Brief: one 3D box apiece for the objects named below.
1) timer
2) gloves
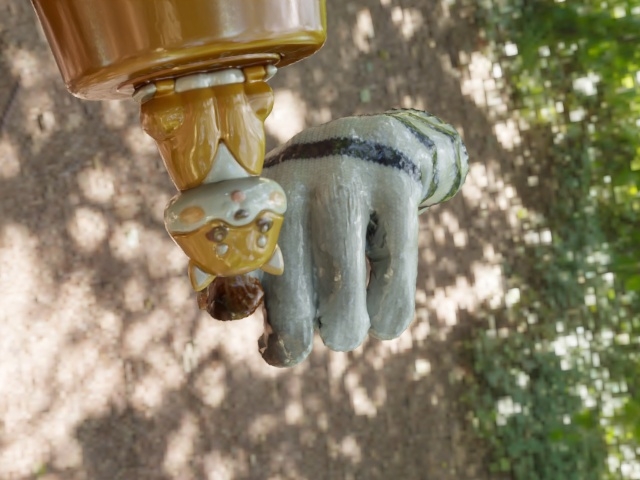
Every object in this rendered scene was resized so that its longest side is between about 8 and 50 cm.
[{"bbox_3d":[-0.049,-0.056,0.545,0.132,0.132,0.152,-14,92,-67],"label":"timer"},{"bbox_3d":[0.003,-0.014,0.803,0.219,0.140,0.131,-26,121,-51],"label":"gloves"}]
